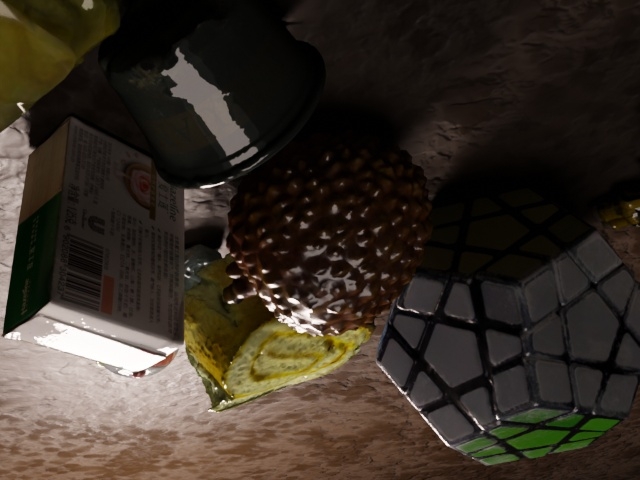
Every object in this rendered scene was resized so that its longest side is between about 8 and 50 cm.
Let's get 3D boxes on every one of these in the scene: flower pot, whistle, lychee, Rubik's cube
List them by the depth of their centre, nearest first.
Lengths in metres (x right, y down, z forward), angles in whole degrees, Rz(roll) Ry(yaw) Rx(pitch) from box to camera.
[{"bbox_3d":[-0.087,-0.131,0.561,0.157,0.157,0.107,-20,132,19],"label":"flower pot"},{"bbox_3d":[0.000,0.000,0.738,0.238,0.200,0.200,-33,142,15],"label":"lychee"},{"bbox_3d":[0.214,0.099,0.865,0.264,0.319,0.319,20,147,6],"label":"Rubik's cube"},{"bbox_3d":[-0.199,0.092,0.916,0.223,0.123,0.123,-41,137,21],"label":"whistle"}]

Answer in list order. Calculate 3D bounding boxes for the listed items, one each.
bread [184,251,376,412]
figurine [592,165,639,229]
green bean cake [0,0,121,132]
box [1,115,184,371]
[{"bbox_3d":[-0.050,0.102,0.915,0.257,0.124,0.186,1,136,-46],"label":"bread"},{"bbox_3d":[0.382,-0.050,0.861,0.143,0.068,0.101,-3,144,25],"label":"figurine"},{"bbox_3d":[-0.274,-0.161,0.481,0.236,0.124,0.233,-28,142,30],"label":"green bean cake"},{"bbox_3d":[-0.197,0.005,0.689,0.081,0.199,0.135,-28,141,33],"label":"box"}]
